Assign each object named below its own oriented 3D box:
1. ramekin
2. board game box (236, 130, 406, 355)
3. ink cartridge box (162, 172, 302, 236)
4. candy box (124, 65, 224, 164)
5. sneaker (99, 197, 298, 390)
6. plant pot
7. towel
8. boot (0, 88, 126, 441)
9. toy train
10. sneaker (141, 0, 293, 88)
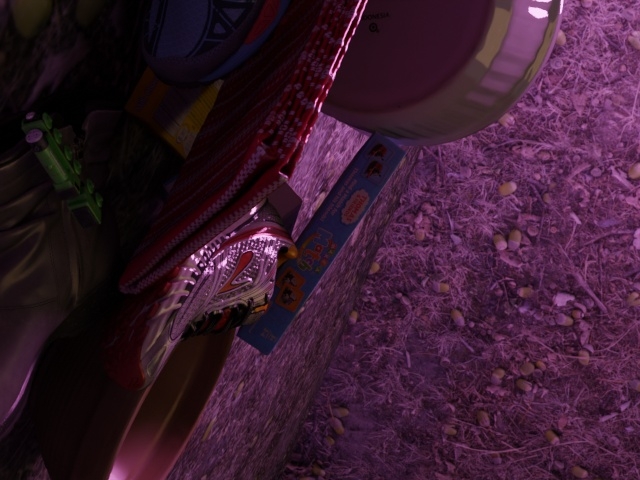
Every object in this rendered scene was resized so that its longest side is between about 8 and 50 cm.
[{"bbox_3d":[0.070,-0.216,0.827,0.127,0.273,0.273,-19,134,-62],"label":"ramekin"},{"bbox_3d":[0.000,0.000,0.871,0.211,0.039,0.160,-56,-179,2],"label":"board game box"},{"bbox_3d":[-0.088,-0.012,0.878,0.092,0.090,0.143,-37,168,-23],"label":"ink cartridge box"},{"bbox_3d":[-0.103,-0.122,0.797,0.105,0.027,0.206,-64,171,-6],"label":"candy box"},{"bbox_3d":[-0.079,0.035,0.703,0.088,0.092,0.225,-31,-166,39],"label":"sneaker"},{"bbox_3d":[-0.174,0.130,0.814,0.237,0.110,0.237,-62,170,-20],"label":"plant pot"},{"bbox_3d":[-0.043,-0.103,0.649,0.199,0.031,0.275,-34,-153,46],"label":"towel"},{"bbox_3d":[-0.196,0.012,0.548,0.246,0.083,0.161,-56,157,-51],"label":"boot"},{"bbox_3d":[-0.144,-0.038,0.524,0.083,0.017,0.023,69,9,-50],"label":"toy train"},{"bbox_3d":[-0.068,-0.228,0.590,0.125,0.104,0.262,12,101,-61],"label":"sneaker"}]
